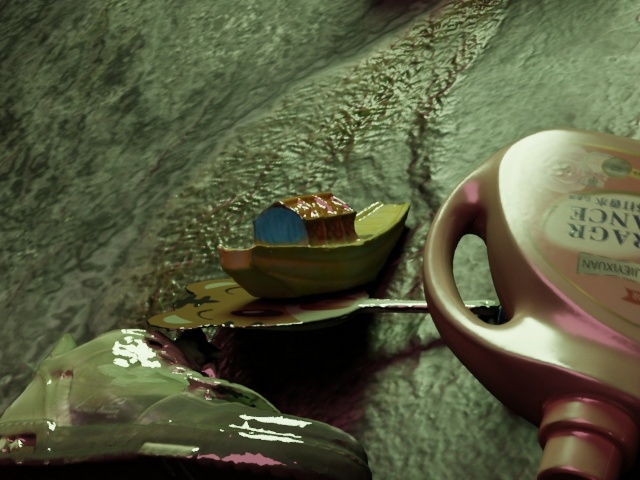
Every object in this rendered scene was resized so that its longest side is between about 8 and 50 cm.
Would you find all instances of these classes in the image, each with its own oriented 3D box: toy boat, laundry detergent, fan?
[{"bbox_3d":[0.000,0.000,0.965,0.065,0.066,0.172,1,9,41],"label":"toy boat"},{"bbox_3d":[0.136,0.038,0.821,0.171,0.076,0.237,15,52,16],"label":"laundry detergent"},{"bbox_3d":[0.006,0.042,0.937,0.226,0.008,0.152,0,10,11],"label":"fan"}]

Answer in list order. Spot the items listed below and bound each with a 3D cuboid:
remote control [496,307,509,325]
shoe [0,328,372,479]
[{"bbox_3d":[0.137,0.033,0.898,0.043,0.027,0.152,-11,37,30],"label":"remote control"},{"bbox_3d":[-0.085,0.104,0.881,0.293,0.109,0.149,-6,45,32],"label":"shoe"}]
